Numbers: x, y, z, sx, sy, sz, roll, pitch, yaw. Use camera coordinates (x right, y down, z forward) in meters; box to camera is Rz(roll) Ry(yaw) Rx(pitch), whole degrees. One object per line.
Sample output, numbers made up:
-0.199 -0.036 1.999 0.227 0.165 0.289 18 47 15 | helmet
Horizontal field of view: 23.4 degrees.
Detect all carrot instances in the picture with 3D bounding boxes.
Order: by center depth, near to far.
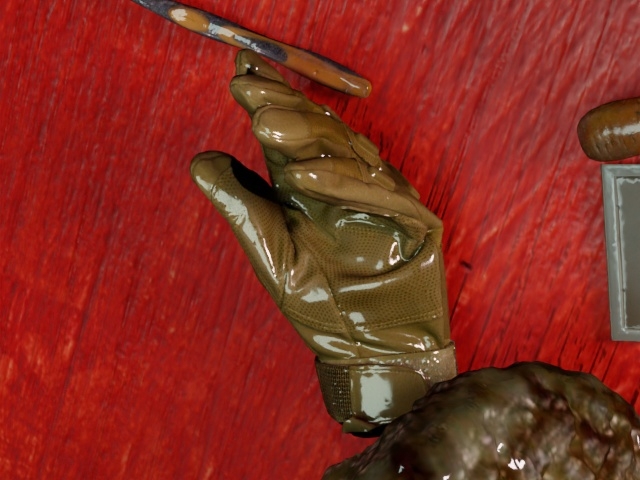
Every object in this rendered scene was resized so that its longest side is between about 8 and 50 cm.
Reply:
0.279 -0.095 1.120 0.191 0.047 0.047 -14 97 26 | carrot

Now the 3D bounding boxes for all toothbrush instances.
-0.098 -0.184 1.301 0.321 0.031 0.023 26 115 20 | toothbrush

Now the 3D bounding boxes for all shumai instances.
0.089 0.286 1.194 0.348 0.395 0.395 -11 99 52 | shumai

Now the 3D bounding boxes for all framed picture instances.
0.303 0.010 1.152 0.183 0.011 0.142 1 104 27 | framed picture

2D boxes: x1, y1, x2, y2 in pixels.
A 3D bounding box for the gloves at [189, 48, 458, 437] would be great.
0.012 -0.005 1.232 0.154 0.141 0.331 1 116 54 | gloves
